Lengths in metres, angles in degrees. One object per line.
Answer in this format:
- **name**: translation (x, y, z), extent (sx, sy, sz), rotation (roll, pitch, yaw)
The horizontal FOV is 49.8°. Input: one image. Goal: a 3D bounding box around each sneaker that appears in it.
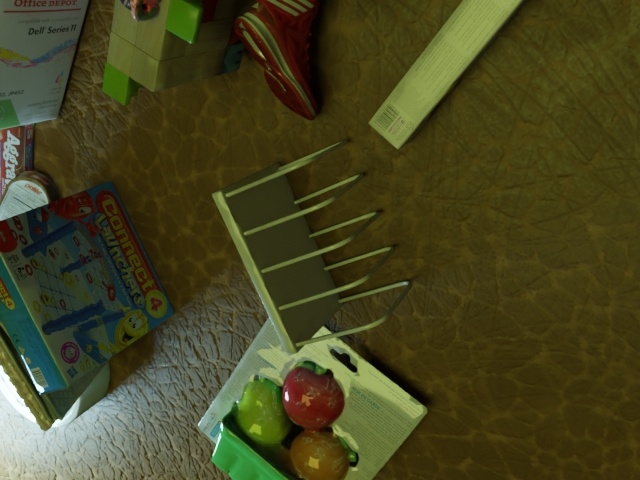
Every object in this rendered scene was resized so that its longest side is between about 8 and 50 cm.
- **sneaker**: translation (-0.028, -0.288, 1.039), extent (0.087, 0.221, 0.128), rotation (35, 79, 33)
- **sneaker**: translation (-0.230, -0.342, 0.870), extent (0.057, 0.047, 0.119), rotation (42, 128, 27)

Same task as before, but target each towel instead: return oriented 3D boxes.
- **towel**: translation (-0.542, 0.154, 1.350), extent (0.053, 0.317, 0.331), rotation (-22, 106, 9)

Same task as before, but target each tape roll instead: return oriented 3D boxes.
- **tape roll**: translation (-0.625, 0.281, 1.580), extent (0.286, 0.100, 0.286), rotation (10, 114, 25)

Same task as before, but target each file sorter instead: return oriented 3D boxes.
- **file sorter**: translation (0.000, 0.000, 1.092), extent (0.173, 0.193, 0.277), rotation (-20, 99, 29)

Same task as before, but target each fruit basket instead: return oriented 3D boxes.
- **fruit basket**: translation (-0.027, 0.328, 1.281), extent (0.327, 0.165, 0.353), rotation (37, 106, 10)

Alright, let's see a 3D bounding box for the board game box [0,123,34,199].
- **board game box**: translation (-0.684, -0.143, 1.488), extent (0.145, 0.027, 0.281), rotation (23, 118, 17)

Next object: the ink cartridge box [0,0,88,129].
- **ink cartridge box**: translation (-0.538, -0.376, 1.212), extent (0.119, 0.207, 0.353), rotation (37, 122, 13)

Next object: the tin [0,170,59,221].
- **tin**: translation (-0.628, -0.060, 1.463), extent (0.106, 0.040, 0.189), rotation (32, 116, -12)

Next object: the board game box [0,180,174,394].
- **board game box**: translation (-0.455, 0.075, 1.290), extent (0.086, 0.302, 0.308), rotation (-18, 101, 31)

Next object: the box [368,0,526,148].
- **box**: translation (0.190, -0.267, 0.962), extent (0.067, 0.063, 0.324), rotation (42, 122, 6)

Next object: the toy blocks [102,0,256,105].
- **toy blocks**: translation (-0.158, -0.386, 0.994), extent (0.191, 0.261, 0.381), rotation (34, 126, 18)
